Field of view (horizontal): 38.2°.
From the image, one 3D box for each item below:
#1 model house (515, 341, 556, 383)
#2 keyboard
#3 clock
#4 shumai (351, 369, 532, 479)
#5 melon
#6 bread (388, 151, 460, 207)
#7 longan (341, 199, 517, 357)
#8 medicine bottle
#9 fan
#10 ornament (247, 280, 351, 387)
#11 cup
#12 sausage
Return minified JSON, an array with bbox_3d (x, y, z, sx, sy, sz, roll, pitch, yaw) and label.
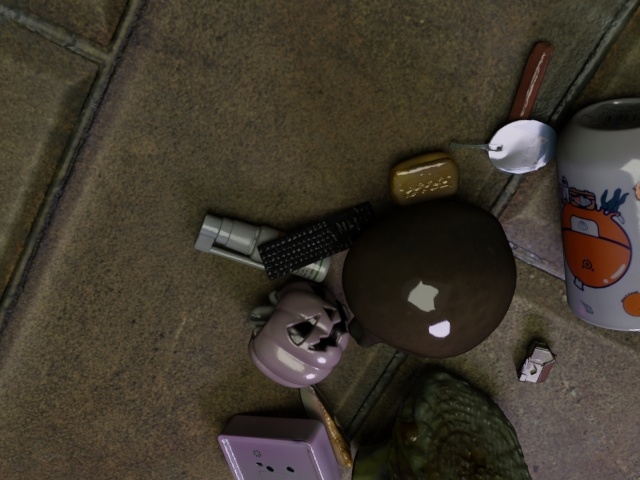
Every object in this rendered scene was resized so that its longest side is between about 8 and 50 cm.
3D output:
[{"bbox_3d":[0.392,0.217,1.649,0.058,0.057,0.083,17,113,-4],"label":"model house"},{"bbox_3d":[0.000,0.000,1.511,0.204,0.013,0.061,-22,92,-12],"label":"keyboard"},{"bbox_3d":[-0.073,0.397,1.682,0.197,0.063,0.150,-3,119,29],"label":"clock"},{"bbox_3d":[0.195,0.425,1.654,0.304,0.309,0.263,42,134,-12],"label":"shumai"},{"bbox_3d":[0.003,0.322,1.679,0.054,0.098,0.182,-27,97,-7],"label":"melon"},{"bbox_3d":[0.165,-0.102,1.488,0.115,0.056,0.082,-18,119,2],"label":"bread"},{"bbox_3d":[0.170,0.072,1.459,0.300,0.243,0.300,-13,131,-15],"label":"longan"},{"bbox_3d":[-0.097,0.017,1.542,0.221,0.061,0.092,20,133,-10],"label":"medicine bottle"},{"bbox_3d":[0.292,-0.149,1.475,0.175,0.005,0.113,2,136,-2],"label":"fan"},{"bbox_3d":[-0.041,0.153,1.544,0.178,0.177,0.177,0,116,-1],"label":"ornament"},{"bbox_3d":[0.479,-0.050,1.437,0.212,0.212,0.317,-10,114,4],"label":"cup"},{"bbox_3d":[0.325,-0.238,1.438,0.030,0.035,0.147,26,116,22],"label":"sausage"}]
